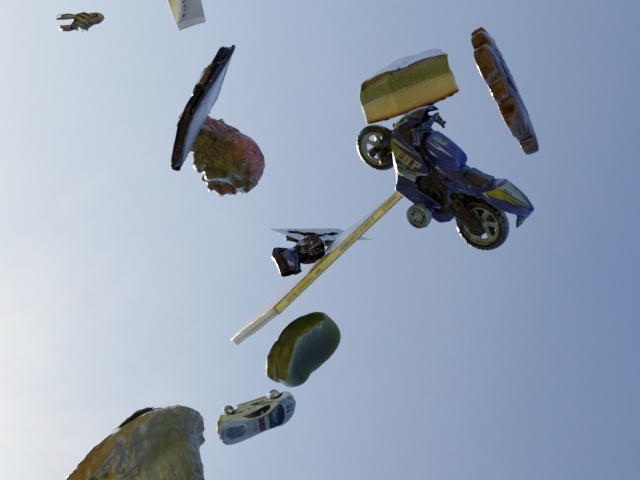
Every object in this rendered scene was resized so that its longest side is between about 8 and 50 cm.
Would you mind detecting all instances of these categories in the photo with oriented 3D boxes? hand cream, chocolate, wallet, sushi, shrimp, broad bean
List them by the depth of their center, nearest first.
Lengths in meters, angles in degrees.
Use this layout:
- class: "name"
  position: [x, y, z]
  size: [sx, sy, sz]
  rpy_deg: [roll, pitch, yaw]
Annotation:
- class: "wallet"
  position: [-0.191, -0.218, 1.543]
  size: [0.232, 0.031, 0.122]
  rpy_deg: [-72, -177, -51]
- class: "shrimp"
  position: [-0.441, -0.397, 1.771]
  size: [0.029, 0.092, 0.038]
  rpy_deg: [58, -38, 36]
- class: "chocolate"
  position: [-0.045, 0.026, 1.859]
  size: [0.072, 0.147, 0.070]
  rpy_deg: [17, -78, 17]
- class: "broad bean"
  position: [-0.040, 0.219, 1.964]
  size: [0.082, 0.124, 0.174]
  rpy_deg: [16, -119, 50]
- class: "hand cream"
  position: [-0.315, -0.582, 2.097]
  size: [0.083, 0.248, 0.133]
  rpy_deg: [-10, -162, 26]
- class: "sushi"
  position: [0.000, 0.000, 2.182]
  size: [0.139, 0.201, 0.031]
  rpy_deg: [19, -74, 54]
- class: "sushi"
  position: [-0.228, -0.212, 2.310]
  size: [0.161, 0.241, 0.107]
  rpy_deg: [-6, -148, 25]

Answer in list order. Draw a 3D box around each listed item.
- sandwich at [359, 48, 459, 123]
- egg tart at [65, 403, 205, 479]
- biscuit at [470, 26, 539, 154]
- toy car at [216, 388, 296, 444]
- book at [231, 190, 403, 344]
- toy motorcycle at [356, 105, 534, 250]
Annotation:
- class: "sandwich"
  position: [0.190, -0.354, 2.219]
  size: [0.220, 0.108, 0.186]
  rpy_deg: [-20, -166, 4]
- class: "egg tart"
  position: [-0.244, 0.350, 1.282]
  size: [0.115, 0.290, 0.290]
  rpy_deg: [38, -70, 20]
- class: "biscuit"
  position: [0.354, -0.322, 1.904]
  size: [0.043, 0.278, 0.302]
  rpy_deg: [-25, -136, 17]
- class: "toy car"
  position: [-0.150, 0.420, 2.302]
  size: [0.056, 0.204, 0.095]
  rpy_deg: [-132, -149, -52]
- class: "book"
  position: [-0.008, 0.056, 1.924]
  size: [0.374, 0.028, 0.262]
  rpy_deg: [-42, -178, -29]
- class: "toy motorcycle"
  position: [0.197, -0.112, 1.569]
  size: [0.315, 0.113, 0.169]
  rpy_deg: [38, -46, 14]
